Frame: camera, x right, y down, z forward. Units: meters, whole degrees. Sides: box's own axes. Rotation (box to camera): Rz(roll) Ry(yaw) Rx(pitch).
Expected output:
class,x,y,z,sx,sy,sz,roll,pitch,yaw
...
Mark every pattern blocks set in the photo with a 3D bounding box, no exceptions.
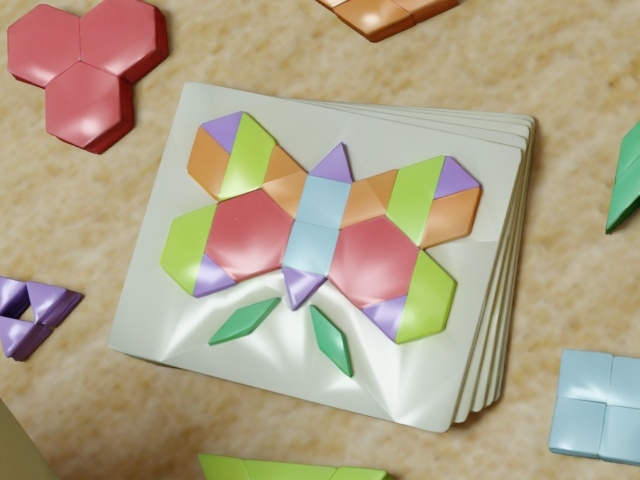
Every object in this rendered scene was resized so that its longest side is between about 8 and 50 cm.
class,x,y,z,sx,sy,sz,roll,pitch,yaw
pattern blocks set,0.000,0.000,0.887,0.325,0.026,0.285,-3,75,14

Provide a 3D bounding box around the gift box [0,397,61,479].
class,x,y,z,sx,sy,sz,roll,pitch,yaw
gift box,-0.196,0.185,0.776,0.255,0.258,0.276,-6,52,13
